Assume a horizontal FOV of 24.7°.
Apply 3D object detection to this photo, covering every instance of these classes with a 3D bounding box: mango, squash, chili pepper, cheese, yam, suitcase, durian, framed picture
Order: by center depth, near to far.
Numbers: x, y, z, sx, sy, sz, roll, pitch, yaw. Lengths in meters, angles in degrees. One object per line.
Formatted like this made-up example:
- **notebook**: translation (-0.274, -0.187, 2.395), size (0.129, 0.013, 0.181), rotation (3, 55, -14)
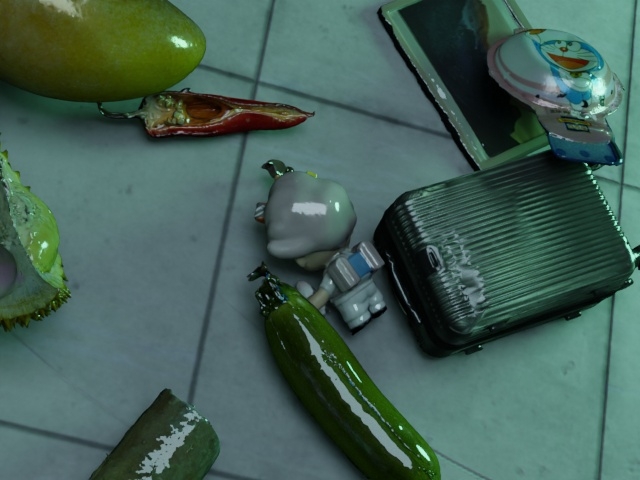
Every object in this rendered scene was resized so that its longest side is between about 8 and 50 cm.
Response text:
- **yam**: translation (-0.208, 0.281, 1.536), size (0.106, 0.106, 0.259), rotation (39, 63, 2)
- **durian**: translation (-0.372, -0.030, 1.583), size (0.172, 0.166, 0.306), rotation (-10, 70, -18)
- **squash**: translation (0.017, 0.165, 1.662), size (0.087, 0.087, 0.331), rotation (-35, 84, -26)
- **mango**: translation (-0.317, -0.276, 1.681), size (0.384, 0.199, 0.221), rotation (24, 24, -11)
- **chili pepper**: translation (-0.139, -0.153, 1.769), size (0.268, 0.050, 0.059), rotation (-2, 89, -19)
- **suitcase**: translation (0.231, 0.007, 1.769), size (0.312, 0.128, 0.202), rotation (-16, 71, -22)
- **cheese**: translation (0.304, -0.185, 1.843), size (0.189, 0.074, 0.286), rotation (6, 40, -12)
- **framed picture**: translation (0.216, -0.228, 1.927), size (0.192, 0.018, 0.265), rotation (-26, 77, -23)

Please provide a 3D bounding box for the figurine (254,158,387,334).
- **figurine**: translation (0.000, 0.000, 1.719), size (0.137, 0.112, 0.229), rotation (-32, 89, -31)
